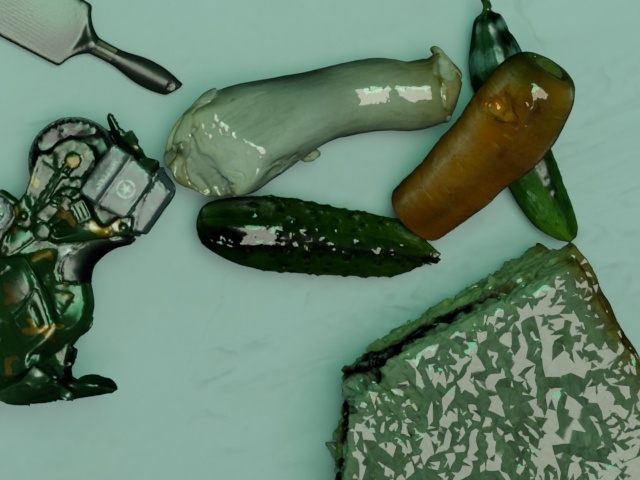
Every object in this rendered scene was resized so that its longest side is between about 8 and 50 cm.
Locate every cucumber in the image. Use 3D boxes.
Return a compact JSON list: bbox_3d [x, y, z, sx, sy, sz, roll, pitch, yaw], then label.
[{"bbox_3d":[0.177,-0.110,1.601,0.056,0.056,0.250,-22,102,-9],"label":"cucumber"},{"bbox_3d":[0.000,0.000,1.572,0.227,0.069,0.069,7,95,-16],"label":"cucumber"}]

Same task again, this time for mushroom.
[{"bbox_3d":[-0.005,-0.110,1.542,0.278,0.096,0.099,-18,108,-17],"label":"mushroom"}]

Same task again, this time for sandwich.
[{"bbox_3d":[0.149,0.186,1.576,0.325,0.131,0.262,-31,98,-2],"label":"sandwich"}]

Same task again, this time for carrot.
[{"bbox_3d":[0.147,-0.079,1.547,0.087,0.087,0.193,31,117,-14],"label":"carrot"}]

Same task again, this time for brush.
[{"bbox_3d":[-0.208,-0.175,1.529,0.193,0.016,0.063,28,91,-13],"label":"brush"}]

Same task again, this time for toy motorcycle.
[{"bbox_3d":[-0.219,0.031,1.500,0.187,0.125,0.274,35,88,-4],"label":"toy motorcycle"}]
